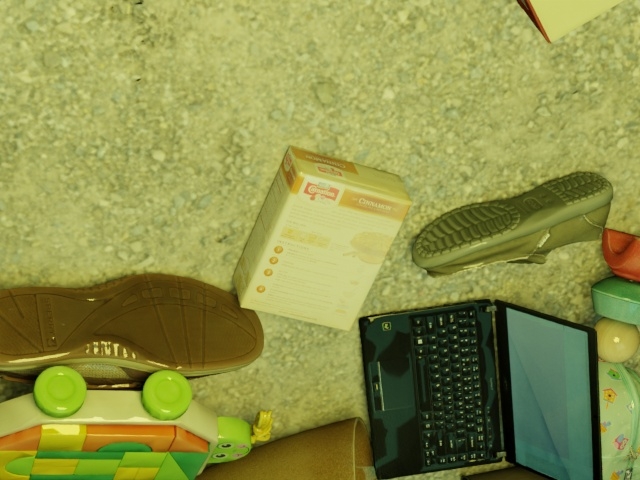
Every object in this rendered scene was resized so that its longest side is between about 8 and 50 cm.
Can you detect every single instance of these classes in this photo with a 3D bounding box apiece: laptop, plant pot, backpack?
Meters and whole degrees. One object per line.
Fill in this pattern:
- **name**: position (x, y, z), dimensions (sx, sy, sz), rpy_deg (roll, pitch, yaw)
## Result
- **laptop**: position (0.195, 0.205, 1.683), dimensions (0.264, 0.136, 0.234), rpy_deg (-8, 111, -3)
- **plant pot**: position (-0.060, 0.353, 1.717), dimensions (0.254, 0.237, 0.237), rpy_deg (-8, 125, 9)
- **backpack**: position (0.347, 0.226, 1.754), dimensions (0.144, 0.166, 0.188), rpy_deg (-11, 125, -8)

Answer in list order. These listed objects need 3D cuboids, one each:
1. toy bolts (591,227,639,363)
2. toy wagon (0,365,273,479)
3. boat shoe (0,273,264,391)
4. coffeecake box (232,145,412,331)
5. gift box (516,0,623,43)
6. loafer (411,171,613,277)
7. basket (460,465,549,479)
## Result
- **toy bolts**: position (0.442, 0.093, 1.665), dimensions (0.228, 0.218, 0.158), rpy_deg (13, 96, -14)
- **toy wagon**: position (-0.221, 0.234, 1.604), dimensions (0.344, 0.068, 0.267), rpy_deg (4, 150, -17)
- **boat shoe**: position (-0.240, 0.121, 1.585), dimensions (0.342, 0.123, 0.123), rpy_deg (-2, 152, -20)
- **coffeecake box**: position (0.000, 0.000, 1.581), dimensions (0.142, 0.068, 0.185), rpy_deg (14, 117, -22)
- **gift box**: position (0.248, -0.384, 1.291), dimensions (0.258, 0.255, 0.276), rpy_deg (-29, 130, 7)
- **loafer**: position (0.232, 0.000, 1.624), dimensions (0.251, 0.094, 0.087), rpy_deg (-17, 120, -3)
- **basket**: position (0.332, 0.374, 1.844), dimensions (0.227, 0.204, 0.154), rpy_deg (-19, 163, -9)
